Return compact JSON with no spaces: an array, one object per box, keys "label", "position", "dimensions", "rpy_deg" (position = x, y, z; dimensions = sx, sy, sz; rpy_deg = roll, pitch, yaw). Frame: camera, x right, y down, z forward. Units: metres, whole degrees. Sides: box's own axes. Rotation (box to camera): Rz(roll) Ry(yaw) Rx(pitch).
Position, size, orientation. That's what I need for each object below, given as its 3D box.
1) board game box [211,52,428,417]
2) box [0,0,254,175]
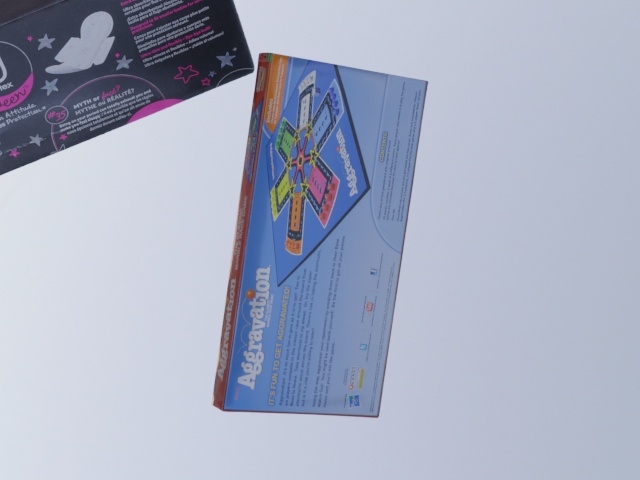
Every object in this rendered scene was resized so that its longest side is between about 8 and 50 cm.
[{"label":"board game box","position":[0.000,0.000,1.113],"dimensions":[0.027,0.145,0.281],"rpy_deg":[15,-83,61]},{"label":"box","position":[-0.208,-0.193,1.189],"dimensions":[0.247,0.142,0.163],"rpy_deg":[-23,-137,-7]}]
